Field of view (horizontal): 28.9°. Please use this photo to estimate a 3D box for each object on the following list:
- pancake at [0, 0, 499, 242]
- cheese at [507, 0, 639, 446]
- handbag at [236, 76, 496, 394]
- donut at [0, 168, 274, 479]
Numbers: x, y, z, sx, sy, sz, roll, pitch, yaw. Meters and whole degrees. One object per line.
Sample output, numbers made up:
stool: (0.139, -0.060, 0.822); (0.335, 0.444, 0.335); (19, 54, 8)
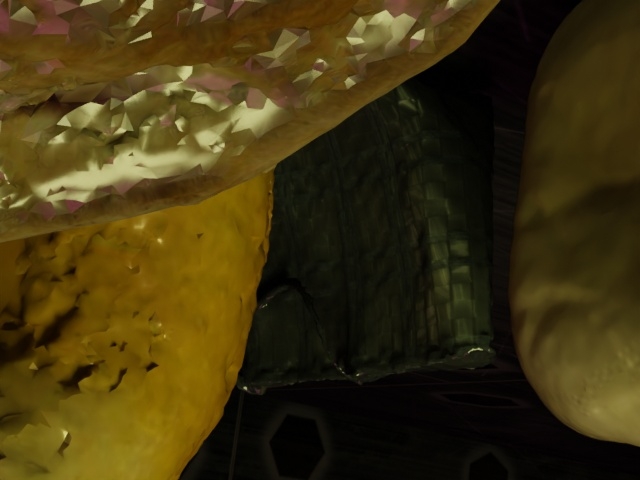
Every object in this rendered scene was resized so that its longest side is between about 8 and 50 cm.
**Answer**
pancake: (-0.083, -0.107, 0.296); (0.356, 0.065, 0.356); (-12, 143, -9)
cheese: (0.161, -0.008, 0.493); (0.117, 0.218, 0.235); (18, -159, -32)
handbag: (0.000, 0.000, 0.709); (0.089, 0.175, 0.270); (15, 164, -37)
donut: (-0.194, 0.019, 0.508); (0.163, 0.377, 0.435); (-1, 169, 41)
